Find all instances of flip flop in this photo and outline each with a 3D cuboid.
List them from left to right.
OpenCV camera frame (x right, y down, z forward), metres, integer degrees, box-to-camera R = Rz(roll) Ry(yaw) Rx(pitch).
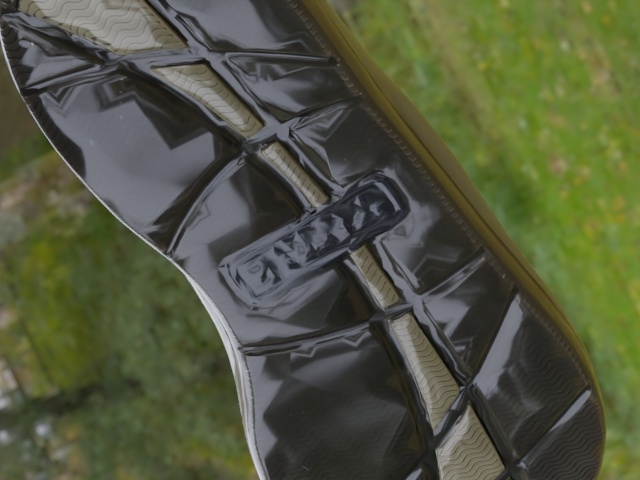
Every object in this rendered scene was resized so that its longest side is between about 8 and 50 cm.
[{"bbox_3d":[0.000,0.000,0.588,0.277,0.112,0.080,55,-164,-26],"label":"flip flop"}]
